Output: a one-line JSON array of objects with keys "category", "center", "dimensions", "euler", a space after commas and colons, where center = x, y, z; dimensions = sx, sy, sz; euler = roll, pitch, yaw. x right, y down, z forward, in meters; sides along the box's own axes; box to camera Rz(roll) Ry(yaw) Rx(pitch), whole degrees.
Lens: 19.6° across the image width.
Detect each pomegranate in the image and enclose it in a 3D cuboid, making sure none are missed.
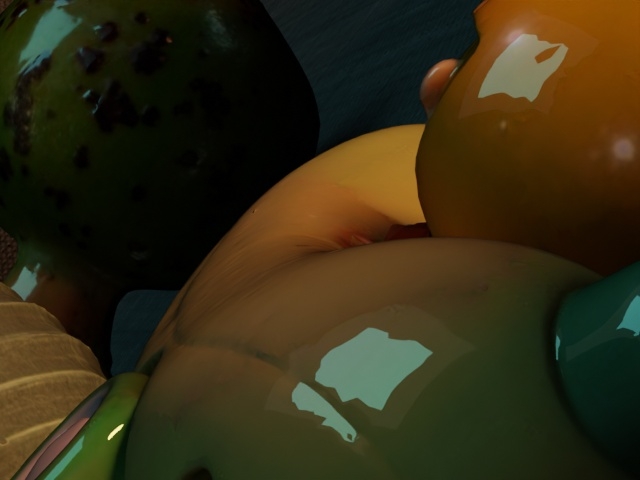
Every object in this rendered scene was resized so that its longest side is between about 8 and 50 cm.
[{"category": "pomegranate", "center": [-0.110, -0.036, 1.117], "dimensions": [0.231, 0.231, 0.286], "euler": [-35, 47, 54]}]

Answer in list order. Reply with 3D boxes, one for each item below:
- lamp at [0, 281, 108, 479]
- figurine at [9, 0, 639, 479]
[{"category": "lamp", "center": [-0.170, 0.134, 0.660], "dimensions": [0.265, 0.233, 0.233], "euler": [-42, 12, 14]}, {"category": "figurine", "center": [0.039, 0.016, 0.484], "dimensions": [0.222, 0.124, 0.324], "euler": [-46, 7, 15]}]
